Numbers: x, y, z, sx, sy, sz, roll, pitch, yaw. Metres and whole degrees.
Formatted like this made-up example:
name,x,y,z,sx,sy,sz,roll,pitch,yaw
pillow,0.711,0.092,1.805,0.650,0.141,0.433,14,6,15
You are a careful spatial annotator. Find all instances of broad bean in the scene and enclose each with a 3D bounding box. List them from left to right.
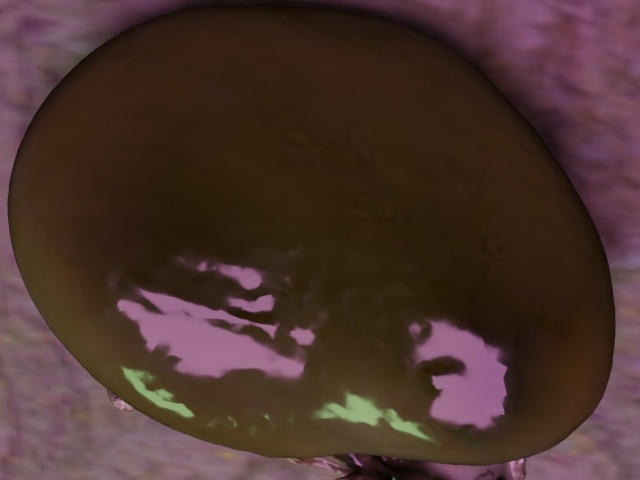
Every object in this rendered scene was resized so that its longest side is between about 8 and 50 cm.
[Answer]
name,x,y,z,sx,sy,sz,roll,pitch,yaw
broad bean,0.000,0.000,0.706,0.263,0.121,0.189,19,92,-3

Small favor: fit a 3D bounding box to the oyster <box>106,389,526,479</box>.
name,x,y,z,sx,sy,sz,roll,pitch,yaw
oyster,0.012,0.069,0.799,0.199,0.061,0.106,28,98,-11
